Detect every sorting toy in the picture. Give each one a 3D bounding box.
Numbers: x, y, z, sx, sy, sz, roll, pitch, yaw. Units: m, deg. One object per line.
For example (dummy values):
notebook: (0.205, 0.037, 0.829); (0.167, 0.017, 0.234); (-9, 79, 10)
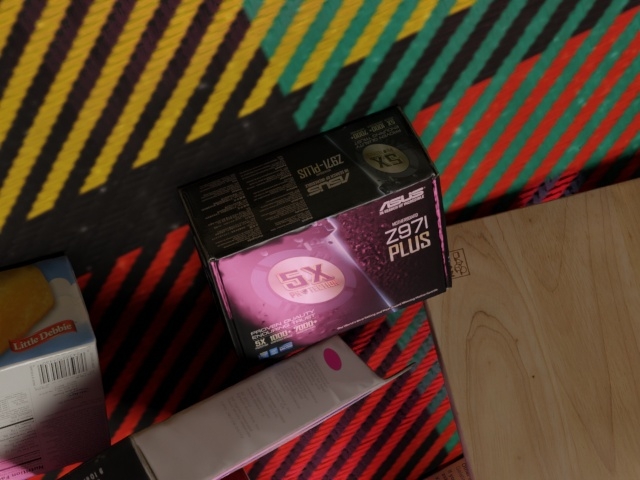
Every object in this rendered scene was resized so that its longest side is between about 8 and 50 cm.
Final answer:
sorting toy: (0.223, 0.094, 1.422); (0.255, 0.257, 0.089); (-14, 175, -7)

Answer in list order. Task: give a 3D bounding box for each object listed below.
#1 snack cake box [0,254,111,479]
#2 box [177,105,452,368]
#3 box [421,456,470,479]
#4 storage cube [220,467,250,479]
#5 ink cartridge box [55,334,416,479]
snack cake box: (-0.295, 0.121, 1.255); (0.264, 0.089, 0.152); (-15, 144, -14)
box: (0.000, 0.000, 1.292); (0.180, 0.077, 0.147); (-21, 143, -7)
box: (0.186, 0.311, 1.747); (0.243, 0.117, 0.213); (-29, 144, 6)
storage cube: (-0.105, 0.345, 1.542); (0.193, 0.215, 0.183); (-28, 143, -7)
ink cartridge box: (-0.083, 0.160, 1.349); (0.176, 0.069, 0.371); (-34, 171, 32)
